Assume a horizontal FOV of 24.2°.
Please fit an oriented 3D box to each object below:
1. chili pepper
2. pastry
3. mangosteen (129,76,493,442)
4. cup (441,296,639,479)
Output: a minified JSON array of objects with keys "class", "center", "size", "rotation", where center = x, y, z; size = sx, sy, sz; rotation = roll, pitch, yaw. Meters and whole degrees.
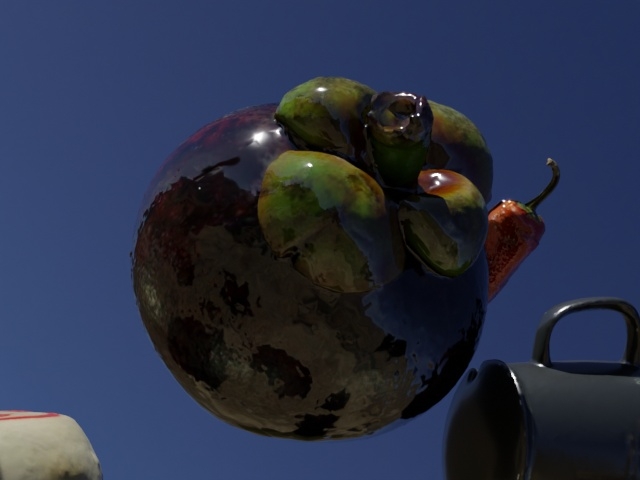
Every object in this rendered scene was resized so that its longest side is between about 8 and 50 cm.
[{"class":"chili pepper","center":[0.157,0.030,1.460],"size":[0.059,0.268,0.050],"rotation":[26,26,-23]},{"class":"pastry","center":[-0.287,0.199,1.138],"size":[0.265,0.265,0.133],"rotation":[-8,-94,59]},{"class":"mangosteen","center":[-0.008,0.009,1.191],"size":[0.300,0.300,0.300],"rotation":[34,-28,21]},{"class":"cup","center":[0.203,0.154,1.257],"size":[0.176,0.223,0.169],"rotation":[7,0,-18]}]
